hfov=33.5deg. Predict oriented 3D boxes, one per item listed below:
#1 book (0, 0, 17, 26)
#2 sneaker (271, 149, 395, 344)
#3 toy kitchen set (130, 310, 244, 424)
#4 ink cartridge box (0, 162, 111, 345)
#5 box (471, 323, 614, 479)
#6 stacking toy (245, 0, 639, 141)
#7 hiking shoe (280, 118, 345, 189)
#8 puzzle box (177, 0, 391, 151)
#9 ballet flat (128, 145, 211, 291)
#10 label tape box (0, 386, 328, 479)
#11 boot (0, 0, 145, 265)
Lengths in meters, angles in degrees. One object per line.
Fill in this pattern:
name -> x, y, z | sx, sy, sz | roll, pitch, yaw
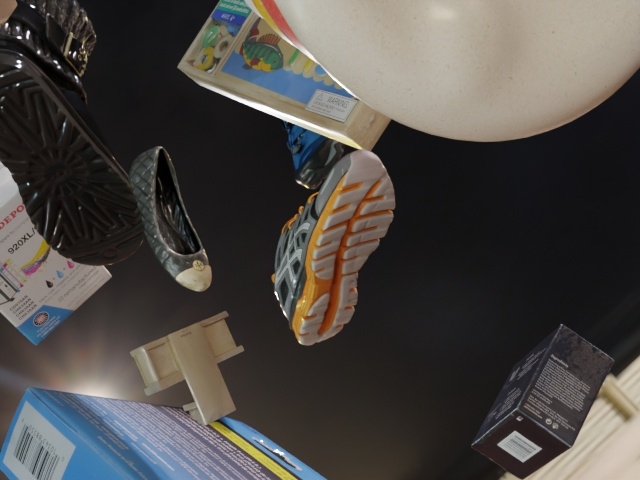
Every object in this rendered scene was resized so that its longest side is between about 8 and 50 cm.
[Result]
book -> -0.296, -0.218, 0.772 | 0.035, 0.144, 0.096 | -59, -3, -17
sneaker -> 0.000, 0.000, 0.980 | 0.084, 0.083, 0.215 | -11, -43, -35
toy kitchen set -> -0.104, 0.104, 0.772 | 0.075, 0.068, 0.083 | -27, -4, 42
ink cartridge box -> -0.491, 0.011, 1.704 | 0.171, 0.168, 0.232 | -44, -51, -12
box -> 0.306, 0.225, 1.474 | 0.158, 0.093, 0.156 | -54, -3, -32
stacking toy -> 0.041, -0.250, 0.907 | 0.350, 0.350, 0.480 | -39, 15, -16
hiking shoe -> -0.039, -0.207, 1.655 | 0.132, 0.304, 0.113 | 20, -45, -24
puzzle box -> -0.002, -0.286, 1.380 | 0.052, 0.409, 0.272 | 36, -96, -41
ballet flat -> -0.163, -0.023, 1.160 | 0.057, 0.173, 0.049 | -10, -23, -48
label tape box -> -0.163, 0.288, 1.256 | 0.348, 0.249, 0.115 | 20, -86, -47
boot -> -0.328, -0.162, 1.357 | 0.131, 0.260, 0.348 | -19, -51, 5
